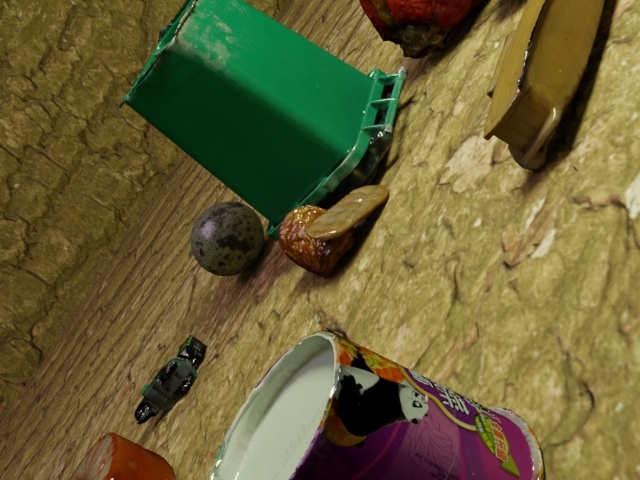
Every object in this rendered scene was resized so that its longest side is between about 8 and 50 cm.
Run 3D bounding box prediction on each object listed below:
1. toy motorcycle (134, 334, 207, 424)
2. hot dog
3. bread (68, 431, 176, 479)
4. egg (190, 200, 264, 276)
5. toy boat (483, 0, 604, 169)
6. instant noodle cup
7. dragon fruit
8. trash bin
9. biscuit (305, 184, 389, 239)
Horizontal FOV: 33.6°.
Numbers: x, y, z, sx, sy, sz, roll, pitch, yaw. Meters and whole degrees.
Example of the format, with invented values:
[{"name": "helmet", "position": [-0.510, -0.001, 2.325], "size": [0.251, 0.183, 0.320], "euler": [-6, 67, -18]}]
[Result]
[{"name": "toy motorcycle", "position": [-0.273, 0.256, 1.885], "size": [0.173, 0.058, 0.100], "euler": [-48, 11, 21]}, {"name": "hot dog", "position": [-0.001, -0.002, 1.567], "size": [0.147, 0.065, 0.099], "euler": [19, 74, 50]}, {"name": "bread", "position": [-0.355, 0.459, 1.623], "size": [0.328, 0.114, 0.295], "euler": [-60, 17, -7]}, {"name": "egg", "position": [-0.168, -0.007, 1.947], "size": [0.132, 0.132, 0.172], "euler": [-47, 7, 29]}, {"name": "toy boat", "position": [0.257, -0.218, 1.215], "size": [0.321, 0.089, 0.121], "euler": [-67, 7, -32]}, {"name": "instant noodle cup", "position": [0.030, 0.204, 0.873], "size": [0.251, 0.190, 0.251], "euler": [-49, 18, 22]}, {"name": "dragon fruit", "position": [0.153, -0.365, 1.674], "size": [0.223, 0.218, 0.148], "euler": [8, 96, 33]}, {"name": "trash bin", "position": [-0.084, -0.217, 1.659], "size": [0.295, 0.381, 0.259], "euler": [-42, 23, 40]}, {"name": "biscuit", "position": [0.039, -0.041, 1.514], "size": [0.147, 0.018, 0.071], "euler": [-37, 29, -32]}]
